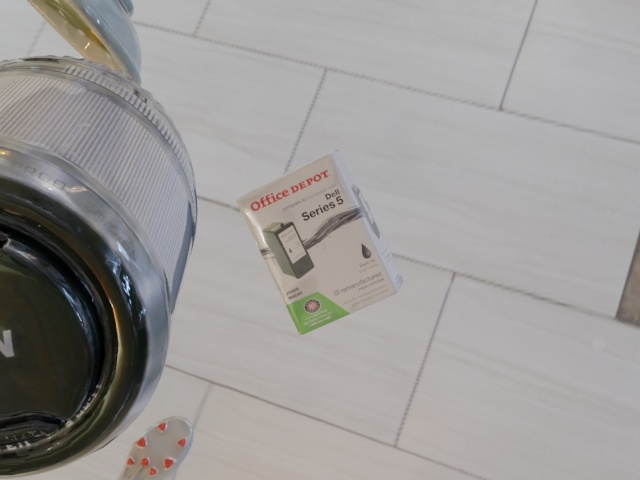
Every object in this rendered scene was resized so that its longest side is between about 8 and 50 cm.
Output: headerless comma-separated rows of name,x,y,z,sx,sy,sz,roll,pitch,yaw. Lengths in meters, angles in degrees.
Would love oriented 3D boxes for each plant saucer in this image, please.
plant saucer,-0.410,-0.417,1.503,0.400,0.400,0.100,41,80,22

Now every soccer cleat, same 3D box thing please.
soccer cleat,-0.235,0.314,1.247,0.068,0.076,0.196,36,92,11

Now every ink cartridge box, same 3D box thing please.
ink cartridge box,0.000,0.000,1.660,0.198,0.115,0.273,-25,94,14

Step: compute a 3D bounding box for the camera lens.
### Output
camera lens,-0.199,0.004,0.624,0.219,0.219,0.274,-16,24,6
